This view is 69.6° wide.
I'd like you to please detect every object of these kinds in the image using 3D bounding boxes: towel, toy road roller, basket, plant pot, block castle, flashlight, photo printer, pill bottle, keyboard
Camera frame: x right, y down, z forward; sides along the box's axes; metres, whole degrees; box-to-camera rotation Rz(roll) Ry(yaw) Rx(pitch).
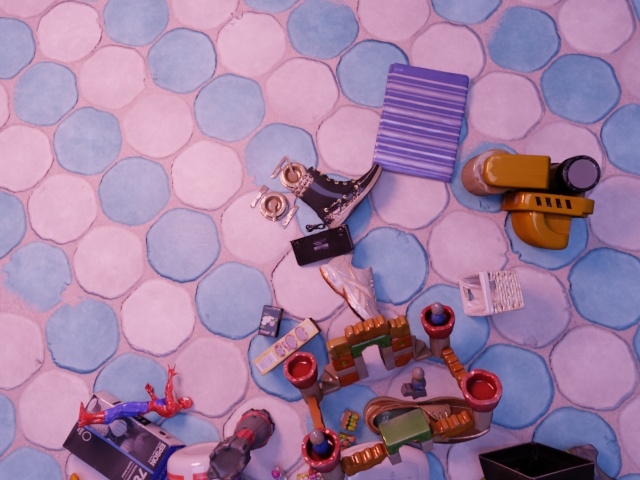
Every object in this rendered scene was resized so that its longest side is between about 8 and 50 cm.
[{"bbox_3d":[0.295,-0.353,1.363,0.243,0.040,0.337,11,84,4],"label":"towel"},{"bbox_3d":[0.548,-0.104,1.225,0.329,0.202,0.241,6,92,3],"label":"toy road roller"},{"bbox_3d":[0.445,0.137,1.209,0.103,0.167,0.114,-7,81,-4],"label":"basket"},{"bbox_3d":[0.518,0.602,1.092,0.187,0.188,0.167,-2,81,-20],"label":"plant pot"},{"bbox_3d":[0.157,0.342,1.094,0.452,0.213,0.303,-19,40,-2],"label":"block castle"},{"bbox_3d":[-0.182,0.488,1.122,0.103,0.304,0.103,6,81,3],"label":"flashlight"},{"bbox_3d":[0.146,0.660,1.136,0.255,0.107,0.308,7,81,-21],"label":"photo printer"},{"bbox_3d":[-0.287,0.694,1.159,0.181,0.181,0.323,-5,81,3],"label":"pill bottle"},{"bbox_3d":[0.000,0.000,1.296,0.180,0.023,0.108,-17,94,21],"label":"keyboard"}]

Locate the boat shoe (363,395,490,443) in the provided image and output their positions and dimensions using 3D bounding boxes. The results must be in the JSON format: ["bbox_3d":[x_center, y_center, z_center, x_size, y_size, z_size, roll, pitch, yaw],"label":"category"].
[{"bbox_3d":[0.274,0.473,1.187,0.323,0.120,0.123,-2,81,4],"label":"boat shoe"}]

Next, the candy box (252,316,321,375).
[{"bbox_3d":[-0.087,0.284,1.246,0.186,0.109,0.053,-40,80,-2],"label":"candy box"}]

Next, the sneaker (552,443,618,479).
[{"bbox_3d":[0.700,0.653,1.140,0.121,0.111,0.300,-24,82,-4],"label":"sneaker"}]

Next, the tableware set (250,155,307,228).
[{"bbox_3d":[-0.110,-0.149,1.351,0.128,0.039,0.194,32,85,8],"label":"tableware set"}]

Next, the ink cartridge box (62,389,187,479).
[{"bbox_3d":[-0.517,0.570,1.255,0.332,0.065,0.166,29,83,7],"label":"ink cartridge box"}]

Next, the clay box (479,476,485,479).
[{"bbox_3d":[0.399,0.716,1.174,0.222,0.053,0.128,-36,81,-2],"label":"clay box"}]

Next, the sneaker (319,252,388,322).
[{"bbox_3d":[0.120,0.139,1.265,0.121,0.099,0.262,-40,82,-7],"label":"sneaker"}]

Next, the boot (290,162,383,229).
[{"bbox_3d":[0.047,-0.165,1.309,0.178,0.085,0.236,39,89,-1],"label":"boot"}]

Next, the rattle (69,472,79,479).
[{"bbox_3d":[-0.588,0.722,1.252,0.199,0.143,0.130,0,113,-11],"label":"rattle"}]

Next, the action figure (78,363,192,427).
[{"bbox_3d":[-0.490,0.417,1.244,0.280,0.091,0.139,6,54,-24],"label":"action figure"}]

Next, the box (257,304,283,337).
[{"bbox_3d":[-0.138,0.225,1.282,0.052,0.062,0.084,11,81,4],"label":"box"}]

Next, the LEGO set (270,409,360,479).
[{"bbox_3d":[0.011,0.578,1.195,0.287,0.107,0.132,-38,81,-2],"label":"LEGO set"}]
